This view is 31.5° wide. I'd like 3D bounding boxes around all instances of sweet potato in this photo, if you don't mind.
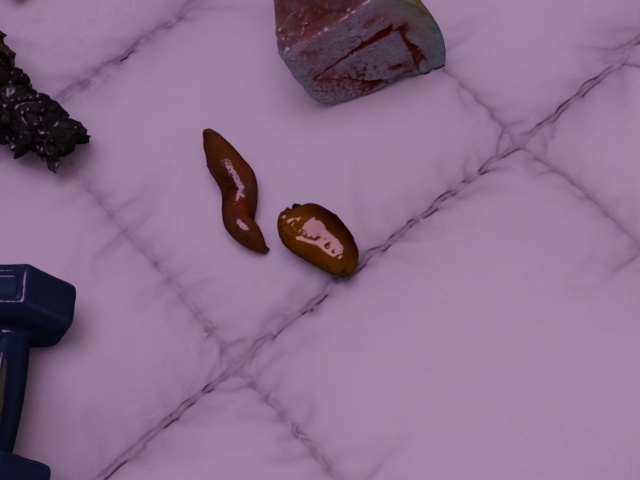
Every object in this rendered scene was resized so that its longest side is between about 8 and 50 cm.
[{"bbox_3d":[-0.115,-0.072,1.534,0.058,0.055,0.202,-36,61,29],"label":"sweet potato"}]

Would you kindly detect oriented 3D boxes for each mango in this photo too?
[{"bbox_3d":[0.000,0.000,1.481,0.127,0.063,0.077,38,68,16],"label":"mango"}]

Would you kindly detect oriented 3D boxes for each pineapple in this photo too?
[{"bbox_3d":[-0.483,-0.228,1.588,0.362,0.202,0.202,29,69,7],"label":"pineapple"}]

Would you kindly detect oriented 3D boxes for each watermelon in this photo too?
[{"bbox_3d":[0.015,-0.302,1.585,0.262,0.213,0.201,36,88,27],"label":"watermelon"}]

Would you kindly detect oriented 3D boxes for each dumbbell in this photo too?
[{"bbox_3d":[-0.390,0.189,1.381,0.144,0.156,0.316,13,61,-20],"label":"dumbbell"}]
